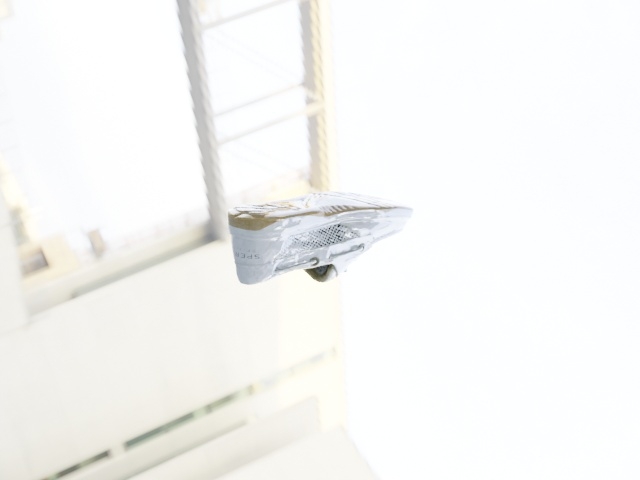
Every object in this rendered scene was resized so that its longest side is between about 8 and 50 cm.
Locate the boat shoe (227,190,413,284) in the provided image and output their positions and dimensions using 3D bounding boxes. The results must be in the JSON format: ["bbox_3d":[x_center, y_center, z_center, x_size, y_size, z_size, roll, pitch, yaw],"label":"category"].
[{"bbox_3d":[0.000,0.000,1.350,0.098,0.277,0.096,14,-74,44],"label":"boat shoe"}]
